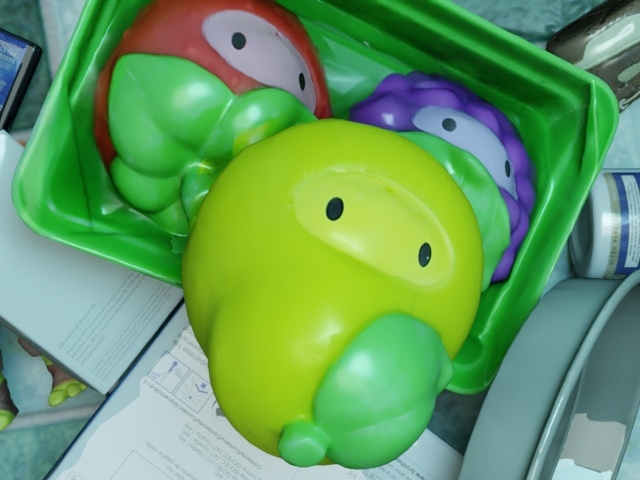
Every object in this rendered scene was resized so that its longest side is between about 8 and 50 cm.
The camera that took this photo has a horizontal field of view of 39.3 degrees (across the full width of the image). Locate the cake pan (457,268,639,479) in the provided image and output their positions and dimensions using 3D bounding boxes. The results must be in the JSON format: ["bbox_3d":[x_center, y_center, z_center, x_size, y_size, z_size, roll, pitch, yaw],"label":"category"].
[{"bbox_3d":[0.175,0.154,0.663,0.054,0.293,0.293,19,94,30],"label":"cake pan"}]

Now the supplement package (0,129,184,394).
[{"bbox_3d":[-0.211,0.018,0.681,0.179,0.105,0.105,43,72,-20],"label":"supplement package"}]

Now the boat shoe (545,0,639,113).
[{"bbox_3d":[0.315,-0.185,0.729,0.257,0.095,0.095,-30,105,9],"label":"boat shoe"}]

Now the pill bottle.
[{"bbox_3d":[0.296,-0.012,0.726,0.169,0.094,0.094,0,92,2],"label":"pill bottle"}]

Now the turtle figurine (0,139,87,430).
[{"bbox_3d":[-0.293,0.048,0.748,0.269,0.087,0.217,-24,99,-25],"label":"turtle figurine"}]

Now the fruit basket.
[{"bbox_3d":[0.008,-0.037,0.570,0.392,0.392,0.283,24,94,1],"label":"fruit basket"}]

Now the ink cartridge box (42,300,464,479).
[{"bbox_3d":[-0.100,0.258,0.683,0.270,0.151,0.395,37,77,1],"label":"ink cartridge box"}]

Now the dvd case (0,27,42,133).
[{"bbox_3d":[-0.374,-0.090,0.785,0.180,0.022,0.253,24,93,0],"label":"dvd case"}]
